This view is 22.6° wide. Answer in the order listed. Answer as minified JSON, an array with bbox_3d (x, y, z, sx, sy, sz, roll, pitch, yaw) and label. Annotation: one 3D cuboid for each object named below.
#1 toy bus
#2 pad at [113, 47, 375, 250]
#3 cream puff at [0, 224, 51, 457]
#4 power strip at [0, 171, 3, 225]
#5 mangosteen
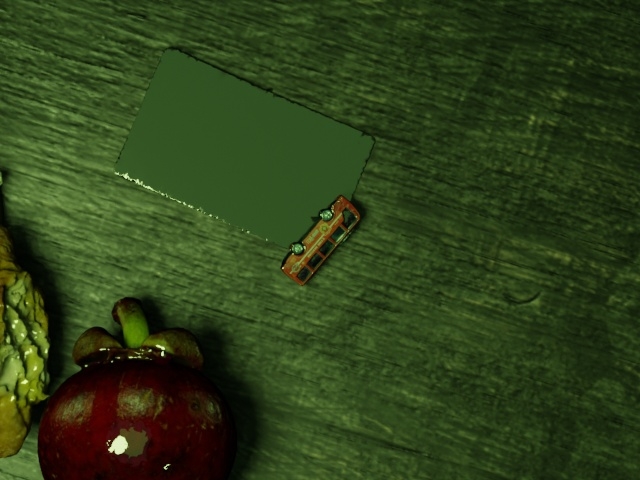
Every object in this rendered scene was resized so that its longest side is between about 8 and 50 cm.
[{"bbox_3d":[0.000,0.000,1.811,0.043,0.031,0.110,41,88,-5],"label":"toy bus"},{"bbox_3d":[-0.086,-0.097,1.826,0.265,0.009,0.159,24,86,-3],"label":"pad"},{"bbox_3d":[-0.390,0.120,1.707,0.241,0.155,0.269,-42,59,15],"label":"cream puff"},{"bbox_3d":[-0.437,-0.036,1.788,0.175,0.042,0.075,-10,88,-2],"label":"power strip"},{"bbox_3d":[-0.196,0.185,1.719,0.215,0.215,0.257,-2,64,-3],"label":"mangosteen"}]
